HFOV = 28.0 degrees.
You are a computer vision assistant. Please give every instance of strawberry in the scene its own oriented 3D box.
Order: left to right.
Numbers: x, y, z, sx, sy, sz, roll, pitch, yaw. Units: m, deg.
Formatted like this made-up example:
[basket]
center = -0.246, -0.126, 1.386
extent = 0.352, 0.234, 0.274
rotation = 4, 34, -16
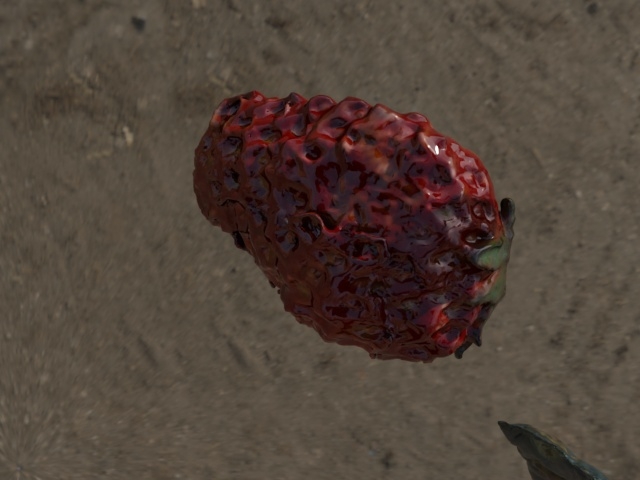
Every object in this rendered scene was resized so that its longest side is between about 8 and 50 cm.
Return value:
[strawberry]
center = 0.000, 0.000, 0.830
extent = 0.237, 0.190, 0.111
rotation = 24, 51, 20

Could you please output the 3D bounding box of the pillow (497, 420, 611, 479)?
[pillow]
center = 0.243, 0.240, 0.982
extent = 0.034, 0.189, 0.255
rotation = -48, 133, -13
